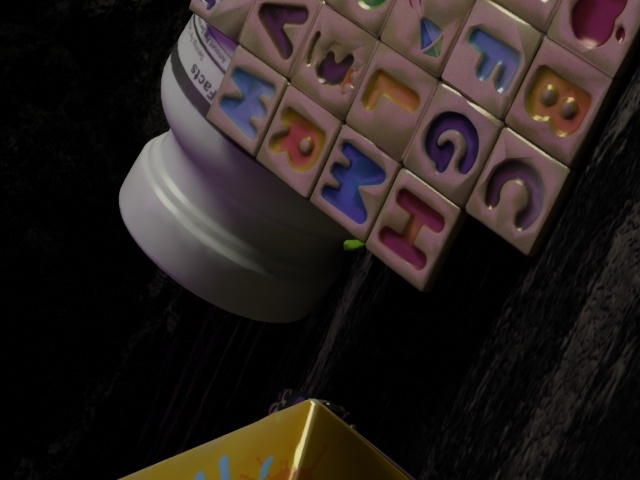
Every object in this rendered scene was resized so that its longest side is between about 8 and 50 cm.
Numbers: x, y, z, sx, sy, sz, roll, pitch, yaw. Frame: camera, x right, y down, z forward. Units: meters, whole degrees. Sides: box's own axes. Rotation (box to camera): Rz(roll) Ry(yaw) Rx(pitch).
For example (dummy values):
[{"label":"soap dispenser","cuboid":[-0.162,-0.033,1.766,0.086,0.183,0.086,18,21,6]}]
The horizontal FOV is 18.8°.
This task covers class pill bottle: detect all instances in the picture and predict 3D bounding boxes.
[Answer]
[{"label":"pill bottle","cuboid":[0.016,-0.133,1.366,0.363,0.210,0.210,-56,11,24]}]

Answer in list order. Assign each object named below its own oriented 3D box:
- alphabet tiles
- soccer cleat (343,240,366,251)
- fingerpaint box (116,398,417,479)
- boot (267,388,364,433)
[{"label":"alphabet tiles","cuboid":[0.050,-0.148,1.183,0.342,0.011,0.285,39,112,38]},{"label":"soccer cleat","cuboid":[0.056,-0.062,1.652,0.179,0.060,0.072,-63,-4,-18]},{"label":"fingerpaint box","cuboid":[-0.145,0.314,0.842,0.445,0.163,0.371,-26,34,37]},{"label":"boot","cuboid":[-0.029,0.193,1.344,0.236,0.085,0.178,157,138,-81]}]
